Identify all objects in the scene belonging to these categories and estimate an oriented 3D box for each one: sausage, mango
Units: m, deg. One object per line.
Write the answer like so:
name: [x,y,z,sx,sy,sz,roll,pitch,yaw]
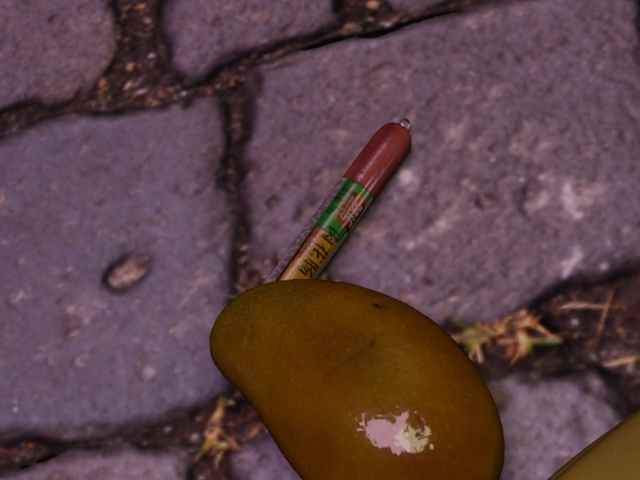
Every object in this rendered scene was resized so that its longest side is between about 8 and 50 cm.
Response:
sausage: [0.000,0.000,1.339,0.029,0.029,0.223,28,73,28]
mango: [0.023,0.099,1.234,0.227,0.099,0.136,35,75,28]

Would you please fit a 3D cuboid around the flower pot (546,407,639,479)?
flower pot: [0.205,0.186,1.093,0.195,0.195,0.179,28,60,28]
